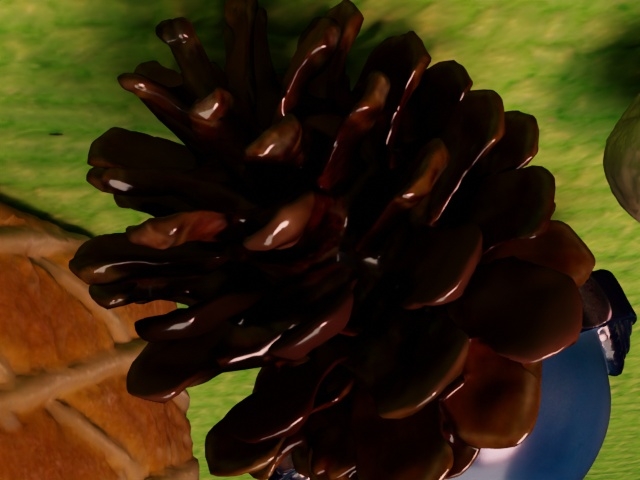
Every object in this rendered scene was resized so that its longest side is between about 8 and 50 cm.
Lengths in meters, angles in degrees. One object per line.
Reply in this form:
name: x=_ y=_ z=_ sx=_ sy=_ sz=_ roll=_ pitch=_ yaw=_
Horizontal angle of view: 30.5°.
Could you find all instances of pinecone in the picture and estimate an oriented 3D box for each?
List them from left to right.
pinecone: x=-0.008 y=-0.001 z=0.600 sx=0.264 sy=0.264 sz=0.264 roll=-7 pitch=155 yaw=-3

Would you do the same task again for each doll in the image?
doll: x=0.090 y=0.109 z=0.874 sx=0.284 sy=0.240 sz=0.310 roll=-23 pitch=160 yaw=-2

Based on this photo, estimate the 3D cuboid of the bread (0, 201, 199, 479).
bread: x=-0.264 y=0.171 z=0.728 sx=0.279 sy=0.371 sz=0.390 roll=-22 pitch=156 yaw=19

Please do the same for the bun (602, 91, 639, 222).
bun: x=0.275 y=-0.064 z=0.668 sx=0.222 sy=0.127 sz=0.222 roll=4 pitch=177 yaw=0
